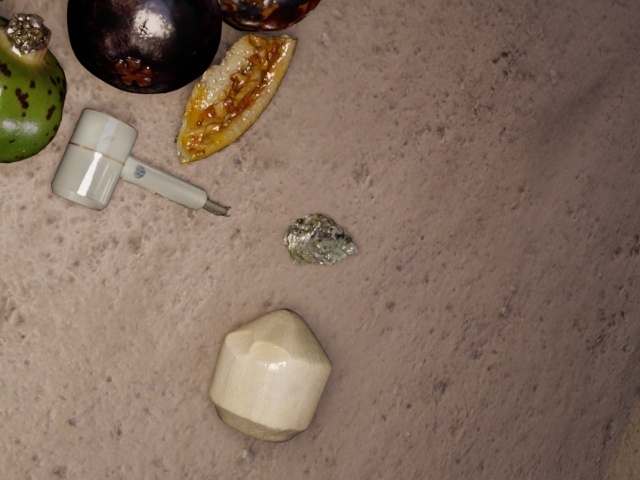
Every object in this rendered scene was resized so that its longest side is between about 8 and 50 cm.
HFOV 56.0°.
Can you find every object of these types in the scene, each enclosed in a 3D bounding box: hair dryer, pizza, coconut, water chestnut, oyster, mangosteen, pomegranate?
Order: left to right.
[{"bbox_3d":[-0.531,-0.257,0.970,0.254,0.254,0.270,36,121,-25],"label":"pomegranate"},{"bbox_3d":[-0.309,-0.418,1.088,0.275,0.275,0.302,15,65,-28],"label":"mangosteen"},{"bbox_3d":[-0.327,-0.105,1.194,0.357,0.108,0.173,24,85,-34],"label":"hair dryer"},{"bbox_3d":[-0.172,-0.302,1.228,0.365,0.074,0.182,-49,158,-17],"label":"pizza"},{"bbox_3d":[-0.098,-0.556,1.178,0.300,0.300,0.299,-2,95,-28],"label":"water chestnut"},{"bbox_3d":[-0.101,0.272,1.259,0.237,0.237,0.265,22,90,-28],"label":"coconut"},{"bbox_3d":[0.000,0.000,1.389,0.177,0.064,0.124,-15,105,-25],"label":"oyster"}]
